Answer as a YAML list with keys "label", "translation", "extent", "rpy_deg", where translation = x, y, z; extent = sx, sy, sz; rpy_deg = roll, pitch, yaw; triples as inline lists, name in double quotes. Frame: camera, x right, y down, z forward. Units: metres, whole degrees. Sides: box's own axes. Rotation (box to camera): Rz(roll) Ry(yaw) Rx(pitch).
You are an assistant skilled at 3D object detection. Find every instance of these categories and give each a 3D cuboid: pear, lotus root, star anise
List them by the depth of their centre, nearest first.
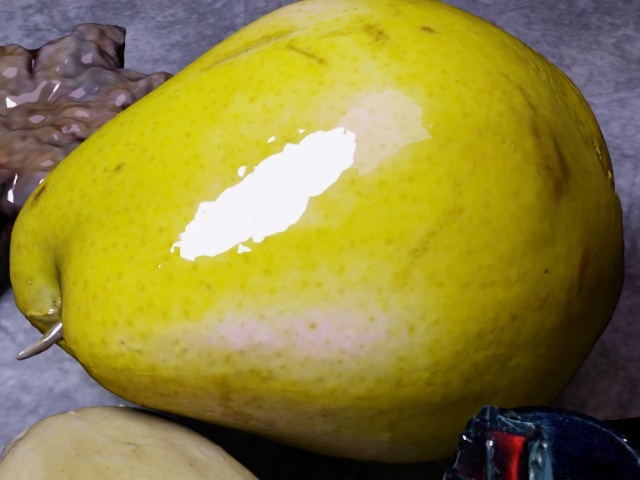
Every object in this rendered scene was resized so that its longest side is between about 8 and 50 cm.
- label: "lotus root"
  translation: [-0.072, 0.176, 0.616]
  extent: [0.146, 0.130, 0.303]
  rpy_deg: [-25, 46, -24]
- label: "pear"
  translation: [0.004, 0.004, 0.729]
  extent: [0.336, 0.285, 0.285]
  rpy_deg: [-21, 41, 7]
- label: "star anise"
  translation: [-0.214, -0.067, 0.922]
  extent: [0.315, 0.108, 0.315]
  rpy_deg: [2, 47, -2]

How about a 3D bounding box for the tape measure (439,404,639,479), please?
- label: "tape measure"
  translation: [0.139, 0.169, 0.561]
  extent: [0.223, 0.202, 0.135]
  rpy_deg: [8, 43, -9]
